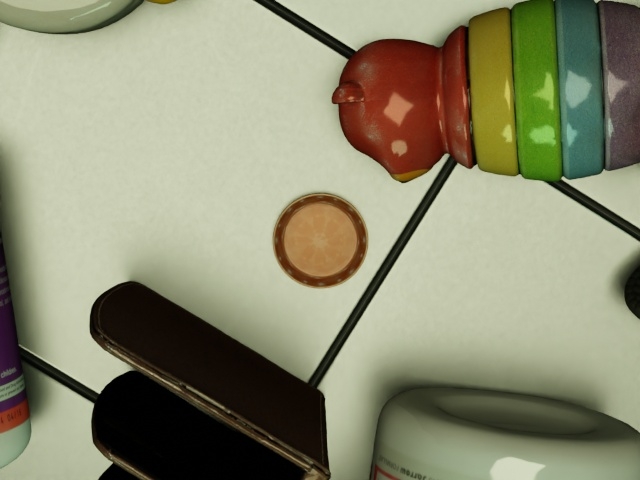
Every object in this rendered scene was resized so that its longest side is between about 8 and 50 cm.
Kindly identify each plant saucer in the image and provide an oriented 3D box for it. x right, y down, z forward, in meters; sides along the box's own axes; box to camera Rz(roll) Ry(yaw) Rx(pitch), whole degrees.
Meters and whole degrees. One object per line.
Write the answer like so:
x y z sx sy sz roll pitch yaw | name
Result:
0.000 0.000 1.572 0.083 0.013 0.084 0 96 0 | plant saucer

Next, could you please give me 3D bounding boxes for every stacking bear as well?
0.156 -0.117 1.498 0.289 0.175 0.164 -3 98 7 | stacking bear

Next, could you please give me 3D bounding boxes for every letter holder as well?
-0.122 0.157 1.441 0.214 0.302 0.152 33 95 -4 | letter holder

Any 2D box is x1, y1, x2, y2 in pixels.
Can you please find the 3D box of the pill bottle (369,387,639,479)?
0.135 0.342 1.503 0.229 0.229 0.408 7 96 -2 | pill bottle

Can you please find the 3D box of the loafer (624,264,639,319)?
0.361 0.005 1.558 0.220 0.080 0.078 -38 128 2 | loafer

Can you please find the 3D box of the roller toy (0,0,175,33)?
-0.216 -0.261 1.473 0.191 0.146 0.209 -29 96 2 | roller toy

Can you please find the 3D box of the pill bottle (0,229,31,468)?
-0.347 0.036 1.485 0.181 0.181 0.323 -7 96 0 | pill bottle
